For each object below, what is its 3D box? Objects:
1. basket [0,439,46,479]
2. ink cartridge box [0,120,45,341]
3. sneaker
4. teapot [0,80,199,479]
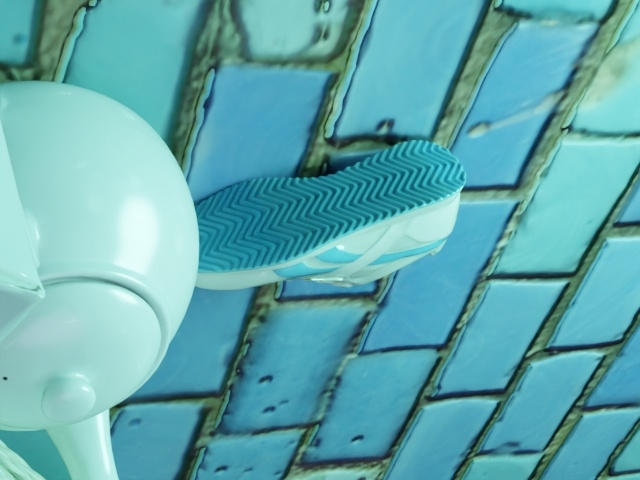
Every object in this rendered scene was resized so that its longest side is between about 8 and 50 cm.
[{"bbox_3d":[-0.306,0.282,0.846,0.328,0.331,0.266,-52,153,-10],"label":"basket"},{"bbox_3d":[-0.337,0.025,0.653,0.385,0.279,0.160,-43,137,20],"label":"ink cartridge box"},{"bbox_3d":[0.000,0.000,0.965,0.229,0.087,0.092,-14,142,-12],"label":"sneaker"},{"bbox_3d":[-0.183,0.032,0.820,0.256,0.187,0.252,22,121,-42],"label":"teapot"}]
